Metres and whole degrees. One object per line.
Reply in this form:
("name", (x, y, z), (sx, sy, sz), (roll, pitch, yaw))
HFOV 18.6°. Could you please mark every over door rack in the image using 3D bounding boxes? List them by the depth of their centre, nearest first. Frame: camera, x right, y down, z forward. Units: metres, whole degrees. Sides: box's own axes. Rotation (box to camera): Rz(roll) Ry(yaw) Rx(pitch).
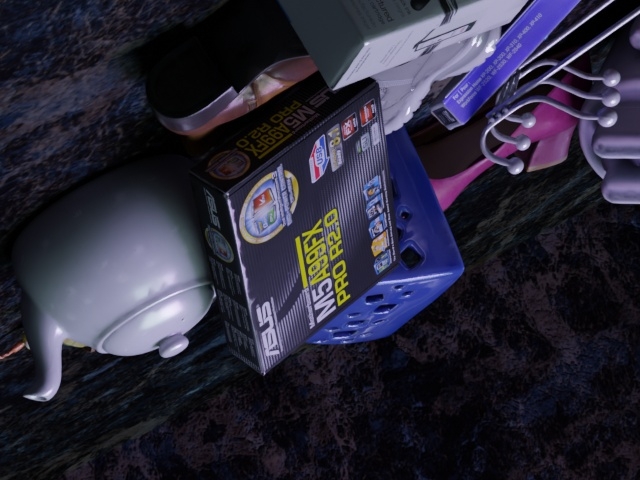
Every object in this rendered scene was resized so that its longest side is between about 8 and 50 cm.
("over door rack", (0.313, -0.217, 2.121), (0.324, 0.108, 0.239), (-48, -176, 18))

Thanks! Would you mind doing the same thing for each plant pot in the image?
("plant pot", (0.000, 0.000, 2.335), (0.212, 0.236, 0.236), (-15, 163, -30))

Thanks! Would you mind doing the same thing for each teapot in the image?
("teapot", (-0.191, 0.036, 2.101), (0.256, 0.187, 0.252), (-38, 166, 34))

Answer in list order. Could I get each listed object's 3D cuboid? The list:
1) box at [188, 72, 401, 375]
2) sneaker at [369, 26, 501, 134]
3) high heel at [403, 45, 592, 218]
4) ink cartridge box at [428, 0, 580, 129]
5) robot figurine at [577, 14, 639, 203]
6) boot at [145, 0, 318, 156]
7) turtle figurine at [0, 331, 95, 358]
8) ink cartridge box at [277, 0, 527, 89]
("box", (-0.020, -0.021, 2.022), (0.216, 0.060, 0.270), (-38, 141, -27))
("sneaker", (0.068, -0.199, 2.034), (0.115, 0.105, 0.281), (17, 149, -26))
("high heel", (0.184, -0.149, 2.541), (0.377, 0.127, 0.181), (-20, 140, -28))
("ink cartridge box", (0.205, -0.211, 2.117), (0.206, 0.045, 0.208), (-48, -179, 0))
("robot figurine", (0.459, -0.189, 2.551), (0.200, 0.300, 0.353), (5, -141, 24))
("boot", (-0.031, -0.166, 1.859), (0.264, 0.096, 0.280), (-37, 173, 1))
("turtle figurine", (-0.270, 0.084, 2.364), (0.217, 0.087, 0.269), (-21, 166, -38))
("ink cartridge box", (0.066, -0.234, 1.646), (0.203, 0.148, 0.086), (-24, 166, -30))
